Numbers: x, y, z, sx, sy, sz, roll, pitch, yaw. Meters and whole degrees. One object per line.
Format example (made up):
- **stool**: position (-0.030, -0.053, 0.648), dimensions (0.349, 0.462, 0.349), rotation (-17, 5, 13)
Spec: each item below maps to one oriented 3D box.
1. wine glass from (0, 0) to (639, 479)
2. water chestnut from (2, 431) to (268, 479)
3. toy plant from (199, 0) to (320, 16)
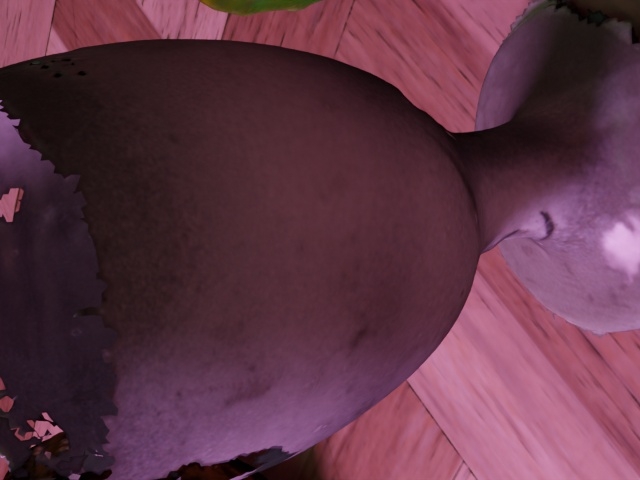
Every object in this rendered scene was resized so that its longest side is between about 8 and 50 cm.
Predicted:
- **wine glass**: position (0.001, -0.005, 0.676), dimensions (0.190, 0.357, 0.190), rotation (27, 125, 48)
- **water chestnut**: position (-0.136, 0.271, 1.092), dimensions (0.289, 0.244, 0.289), rotation (24, 121, 48)
- **toy plant**: position (-0.038, -0.287, 0.777), dimensions (0.185, 0.224, 0.315), rotation (-21, 82, 20)
